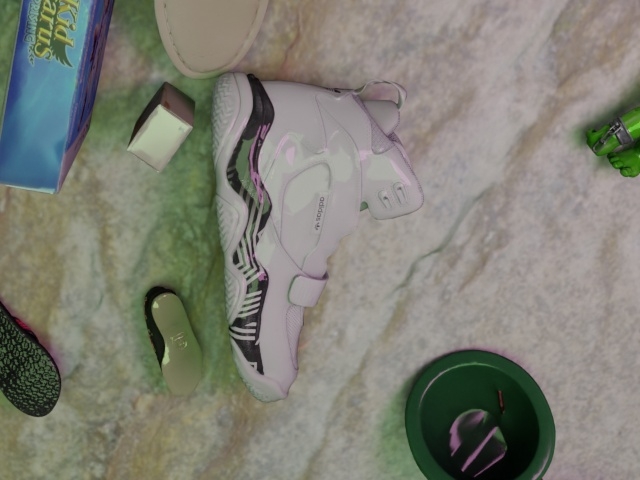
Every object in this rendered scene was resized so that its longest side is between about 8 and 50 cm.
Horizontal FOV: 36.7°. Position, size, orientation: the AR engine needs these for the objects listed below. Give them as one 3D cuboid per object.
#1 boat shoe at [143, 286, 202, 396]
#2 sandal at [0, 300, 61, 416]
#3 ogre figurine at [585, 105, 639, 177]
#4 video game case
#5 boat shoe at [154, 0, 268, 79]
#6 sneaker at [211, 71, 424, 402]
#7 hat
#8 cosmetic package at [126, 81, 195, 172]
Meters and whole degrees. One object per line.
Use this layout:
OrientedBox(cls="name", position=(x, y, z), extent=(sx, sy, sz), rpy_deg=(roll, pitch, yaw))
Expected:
OrientedBox(cls="boat shoe", position=(-0.168, 0.115, 1.102), extent=(0.049, 0.042, 0.133), rpy_deg=(-20, 112, -21))
OrientedBox(cls="sandal", position=(-0.350, 0.117, 1.087), extent=(0.067, 0.040, 0.179), rpy_deg=(-34, 95, 0))
OrientedBox(cls="ogre figurine", position=(0.402, -0.107, 1.062), extent=(0.197, 0.097, 0.118), rpy_deg=(33, 122, -1))
OrientedBox(cls="video game case", position=(-0.224, -0.205, 0.871), extent=(0.061, 0.244, 0.269), rpy_deg=(12, 108, -12))
OrientedBox(cls="boat shoe", position=(-0.115, -0.305, 0.903), extent=(0.117, 0.096, 0.324), rpy_deg=(-15, 138, -17))
OrientedBox(cls="sneaker", position=(0.000, 0.000, 1.026), extent=(0.210, 0.137, 0.365), rpy_deg=(-4, 107, -2))
OrientedBox(cls="hat", position=(0.198, 0.256, 1.204), extent=(0.173, 0.183, 0.208), rpy_deg=(-21, 70, -3))
OrientedBox(cls="cosmetic package", position=(-0.160, -0.117, 0.978), extent=(0.041, 0.115, 0.060), rpy_deg=(35, 102, -16))
